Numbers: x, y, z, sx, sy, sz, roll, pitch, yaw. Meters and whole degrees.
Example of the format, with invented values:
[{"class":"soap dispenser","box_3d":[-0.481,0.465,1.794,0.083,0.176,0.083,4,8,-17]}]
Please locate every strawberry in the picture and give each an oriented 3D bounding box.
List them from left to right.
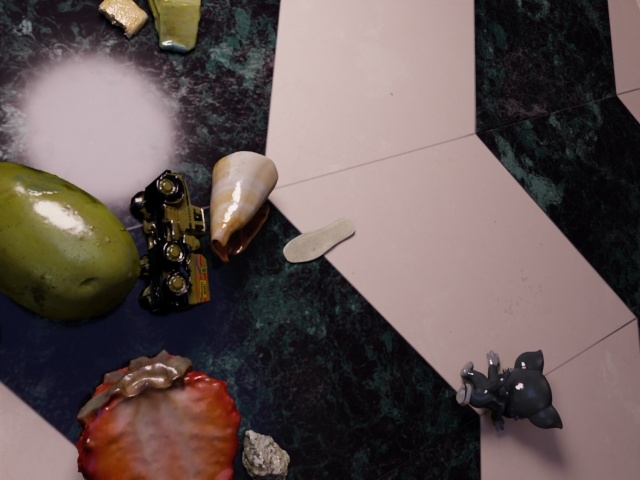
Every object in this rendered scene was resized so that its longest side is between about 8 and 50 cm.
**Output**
[{"class":"strawberry","box_3d":[-0.275,0.367,0.908,0.265,0.149,0.337,-20,97,-34]}]

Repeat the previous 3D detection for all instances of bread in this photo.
[{"class":"bread","box_3d":[-0.411,-0.476,1.100,0.083,0.035,0.070,37,66,-19]}]

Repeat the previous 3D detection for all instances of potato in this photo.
[{"class":"potato","box_3d":[-0.450,0.005,0.869,0.304,0.215,0.216,39,65,-17]}]

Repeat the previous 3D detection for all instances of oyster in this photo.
[{"class":"oyster","box_3d":[-0.102,0.423,1.021,0.100,0.037,0.098,13,73,-21]}]

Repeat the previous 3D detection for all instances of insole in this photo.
[{"class":"insole","box_3d":[0.000,0.000,1.185,0.191,0.010,0.063,-27,90,-27]}]

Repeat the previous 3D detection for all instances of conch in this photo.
[{"class":"conch","box_3d":[-0.176,-0.080,1.043,0.127,0.158,0.255,19,44,9]}]

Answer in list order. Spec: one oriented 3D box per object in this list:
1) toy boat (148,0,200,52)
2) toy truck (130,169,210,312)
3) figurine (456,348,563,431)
[{"class":"toy boat","box_3d":[-0.320,-0.551,1.132,0.111,0.084,0.277,-4,78,-27]},{"class":"toy truck","box_3d":[-0.276,0.002,1.002,0.127,0.127,0.257,-4,78,-40]},{"class":"figurine","box_3d":[0.435,0.340,1.237,0.265,0.140,0.193,22,52,-33]}]
